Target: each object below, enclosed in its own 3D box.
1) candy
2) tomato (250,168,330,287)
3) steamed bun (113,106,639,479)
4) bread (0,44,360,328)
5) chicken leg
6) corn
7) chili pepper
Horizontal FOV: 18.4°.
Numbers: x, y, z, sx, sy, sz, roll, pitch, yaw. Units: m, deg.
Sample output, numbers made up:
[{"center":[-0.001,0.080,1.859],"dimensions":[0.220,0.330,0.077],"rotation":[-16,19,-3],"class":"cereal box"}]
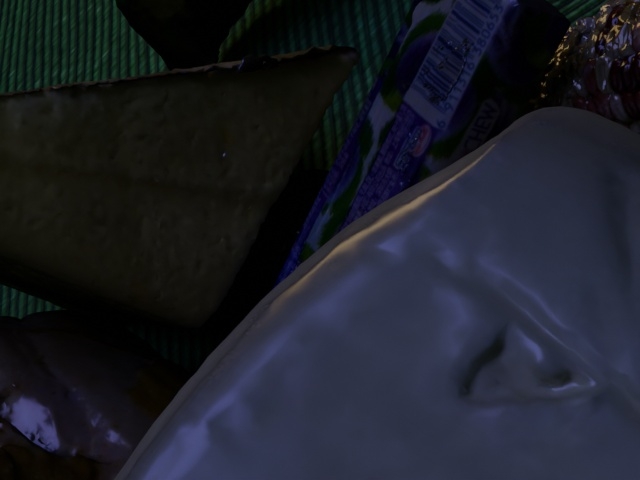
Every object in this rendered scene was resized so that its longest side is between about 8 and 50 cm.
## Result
[{"center":[0.042,-0.019,1.160],"dimensions":[0.312,0.061,0.088],"rotation":[-62,37,18],"class":"candy"},{"center":[0.000,0.000,1.269],"dimensions":[0.087,0.075,0.087],"rotation":[-18,61,35],"class":"tomato"},{"center":[0.087,0.219,0.724],"dimensions":[0.371,0.290,0.456],"rotation":[37,78,19],"class":"steamed bun"},{"center":[-0.198,-0.080,1.263],"dimensions":[0.346,0.405,0.242],"rotation":[2,69,56],"class":"bread"},{"center":[-0.142,0.172,1.125],"dimensions":[0.409,0.295,0.182],"rotation":[38,107,44],"class":"chicken leg"},{"center":[0.164,-0.092,1.153],"dimensions":[0.290,0.098,0.098],"rotation":[-10,51,44],"class":"corn"},{"center":[-0.034,-0.236,1.473],"dimensions":[0.265,0.148,0.116],"rotation":[-30,59,15],"class":"chili pepper"}]
